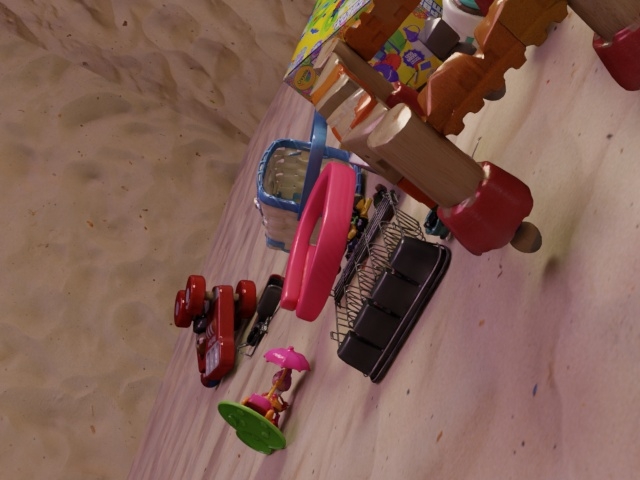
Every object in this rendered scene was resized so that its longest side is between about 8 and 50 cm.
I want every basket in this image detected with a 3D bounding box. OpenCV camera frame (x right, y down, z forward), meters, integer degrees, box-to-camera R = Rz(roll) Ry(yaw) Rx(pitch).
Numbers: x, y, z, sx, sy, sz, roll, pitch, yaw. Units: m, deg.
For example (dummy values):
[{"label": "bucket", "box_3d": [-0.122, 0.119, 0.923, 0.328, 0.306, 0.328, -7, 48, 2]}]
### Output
[{"label": "basket", "box_3d": [-0.019, -0.126, 1.720, 0.254, 0.201, 0.288, -82, 6, -57]}]

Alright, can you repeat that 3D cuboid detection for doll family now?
[{"label": "doll family", "box_3d": [0.058, -0.012, 1.515, 0.111, 0.076, 0.193, -100, 31, -63]}]

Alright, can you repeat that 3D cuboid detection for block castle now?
[{"label": "block castle", "box_3d": [0.176, -0.186, 1.000, 0.303, 0.213, 0.453, -48, 21, 11]}]

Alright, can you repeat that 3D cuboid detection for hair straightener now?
[{"label": "hair straightener", "box_3d": [-0.141, 0.184, 2.036, 0.230, 0.047, 0.089, -58, 13, 31]}]

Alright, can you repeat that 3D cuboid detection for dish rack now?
[{"label": "dish rack", "box_3d": [0.084, 0.050, 1.272, 0.208, 0.074, 0.271, -61, 11, 16]}]

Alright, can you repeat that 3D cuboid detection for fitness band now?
[{"label": "fitness band", "box_3d": [0.000, 0.000, 1.457, 0.290, 0.054, 0.209, -83, 16, -49]}]

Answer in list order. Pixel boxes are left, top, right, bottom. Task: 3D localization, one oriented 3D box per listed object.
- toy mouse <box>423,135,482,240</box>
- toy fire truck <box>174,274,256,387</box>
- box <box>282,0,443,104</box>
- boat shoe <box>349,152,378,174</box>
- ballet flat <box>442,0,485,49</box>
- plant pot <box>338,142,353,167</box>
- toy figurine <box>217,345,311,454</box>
[{"label": "toy mouse", "box_3d": [0.174, -0.055, 1.175, 0.161, 0.031, 0.143, -68, 12, -15]}, {"label": "toy fire truck", "box_3d": [-0.274, 0.238, 2.297, 0.302, 0.169, 0.253, 134, 139, -61]}, {"label": "box", "box_3d": [0.114, -0.390, 1.587, 0.290, 0.177, 0.279, -33, 28, 44]}, {"label": "boat shoe", "box_3d": [0.100, -0.160, 1.558, 0.258, 0.095, 0.084, -129, 60, -76]}, {"label": "ballet flat", "box_3d": [0.248, -0.438, 1.436, 0.139, 0.139, 0.400, -51, 19, 50]}, {"label": "plant pot", "box_3d": [0.090, -0.245, 1.932, 0.236, 0.032, 0.236, -59, 13, 23]}, {"label": "toy figurine", "box_3d": [-0.077, 0.260, 1.529, 0.159, 0.130, 0.173, -56, -19, -29]}]
